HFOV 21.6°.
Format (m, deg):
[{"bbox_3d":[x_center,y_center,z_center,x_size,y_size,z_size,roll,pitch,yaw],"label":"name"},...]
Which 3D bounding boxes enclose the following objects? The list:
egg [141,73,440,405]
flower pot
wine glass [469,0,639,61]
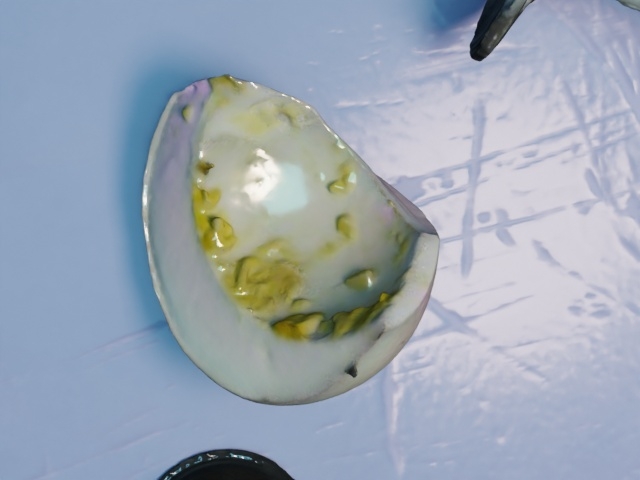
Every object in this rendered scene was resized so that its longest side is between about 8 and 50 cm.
[{"bbox_3d":[-0.013,0.009,1.326,0.271,0.162,0.206,52,125,24],"label":"egg"},{"bbox_3d":[-0.074,0.259,1.367,0.157,0.107,0.157,-1,97,-6],"label":"flower pot"},{"bbox_3d":[0.340,-0.151,1.308,0.406,0.267,0.267,26,92,-2],"label":"wine glass"}]
